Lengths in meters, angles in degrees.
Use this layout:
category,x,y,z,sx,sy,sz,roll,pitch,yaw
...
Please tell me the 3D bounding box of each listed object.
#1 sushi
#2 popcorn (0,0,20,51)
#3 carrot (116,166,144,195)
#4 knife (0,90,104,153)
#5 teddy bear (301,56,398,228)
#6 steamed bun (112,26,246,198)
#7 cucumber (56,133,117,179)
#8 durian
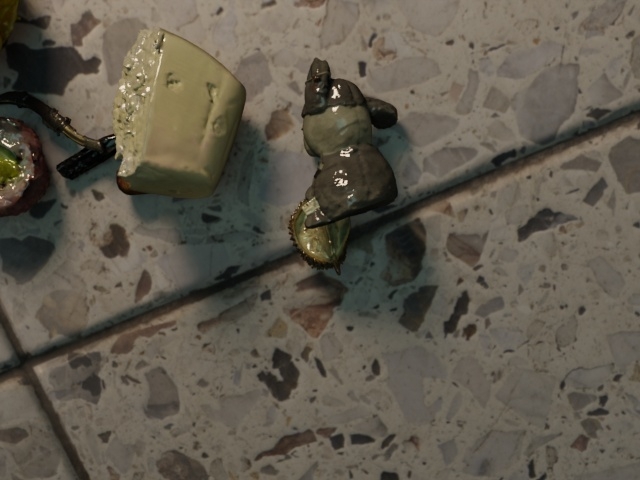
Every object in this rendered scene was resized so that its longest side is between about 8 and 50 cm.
category,x,y,z,sx,sy,sz,roll,pitch,yaw
sushi,-0.564,-0.108,1.114,0.241,0.107,0.162,-14,95,0
popcorn,-0.587,-0.371,1.007,0.246,0.282,0.282,16,99,-5
carrot,-0.255,-0.107,1.125,0.161,0.055,0.055,-6,98,-2
knife,-0.443,-0.201,1.126,0.222,0.021,0.046,26,78,11
teddy bear,0.044,-0.145,1.063,0.171,0.144,0.251,-1,78,-29
steamed bun,-0.236,-0.173,1.033,0.200,0.170,0.226,27,72,-38
cucumber,-0.365,-0.154,1.133,0.163,0.043,0.039,-29,53,5
durian,0.002,0.000,1.107,0.110,0.071,0.140,-15,73,-16
